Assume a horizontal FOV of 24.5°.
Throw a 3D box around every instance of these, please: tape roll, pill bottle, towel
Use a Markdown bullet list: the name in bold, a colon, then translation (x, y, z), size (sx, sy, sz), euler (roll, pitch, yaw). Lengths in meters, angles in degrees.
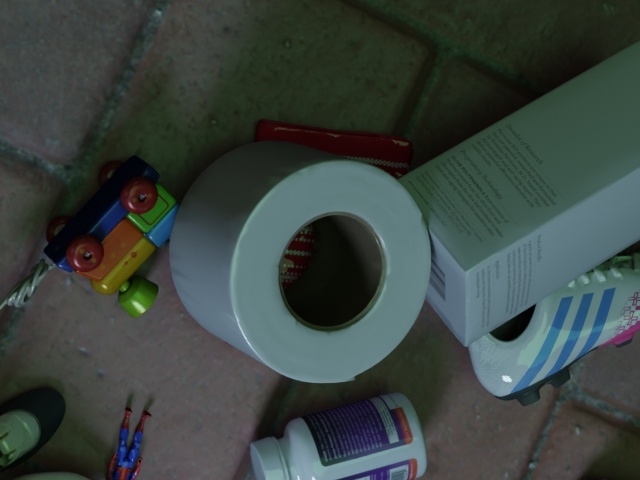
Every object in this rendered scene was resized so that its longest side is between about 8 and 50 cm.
- **tape roll**: translation (-0.024, 0.019, 1.627), size (0.246, 0.169, 0.246), euler (-7, 104, -27)
- **pill bottle**: translation (0.019, 0.253, 1.752), size (0.193, 0.108, 0.108), euler (-13, 99, -14)
- **towel**: translation (0.000, 0.000, 1.760), size (0.199, 0.031, 0.274), euler (8, 94, -15)

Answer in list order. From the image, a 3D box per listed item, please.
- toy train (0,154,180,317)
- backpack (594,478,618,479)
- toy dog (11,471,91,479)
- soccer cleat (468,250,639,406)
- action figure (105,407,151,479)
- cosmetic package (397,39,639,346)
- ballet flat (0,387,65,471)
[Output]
- **toy train**: translation (-0.246, 0.038, 1.668), size (0.248, 0.105, 0.143), euler (-48, 119, -6)
- **backpack**: translation (0.394, 0.378, 1.866), size (0.182, 0.115, 0.152), euler (28, 77, -15)
- **toy dog**: translation (-0.322, 0.501, 1.631), size (0.408, 0.284, 0.395), euler (54, 45, -12)
- **soccer cleat**: translation (0.325, 0.068, 1.811), size (0.331, 0.116, 0.143), euler (-32, 103, -10)
- **action figure**: translation (-0.228, 0.256, 1.727), size (0.038, 0.030, 0.115), euler (13, 94, -21)
- **cosmetic package**: translation (0.278, -0.057, 1.720), size (0.365, 0.197, 0.155), euler (-31, 62, -13)
- **ballet flat**: translation (-0.374, 0.239, 1.663), size (0.203, 0.074, 0.074), euler (-31, 103, -10)
